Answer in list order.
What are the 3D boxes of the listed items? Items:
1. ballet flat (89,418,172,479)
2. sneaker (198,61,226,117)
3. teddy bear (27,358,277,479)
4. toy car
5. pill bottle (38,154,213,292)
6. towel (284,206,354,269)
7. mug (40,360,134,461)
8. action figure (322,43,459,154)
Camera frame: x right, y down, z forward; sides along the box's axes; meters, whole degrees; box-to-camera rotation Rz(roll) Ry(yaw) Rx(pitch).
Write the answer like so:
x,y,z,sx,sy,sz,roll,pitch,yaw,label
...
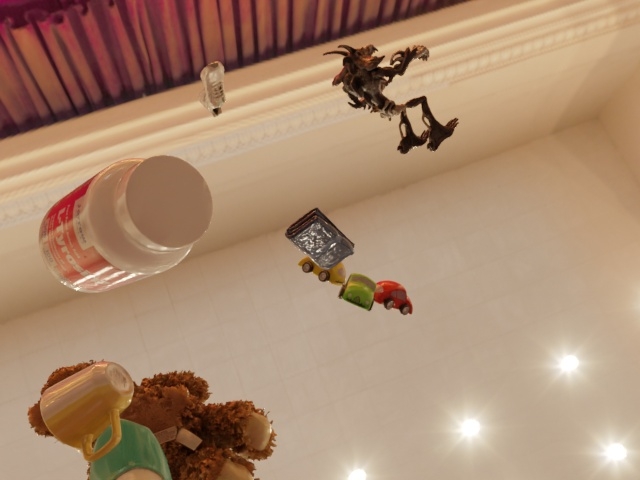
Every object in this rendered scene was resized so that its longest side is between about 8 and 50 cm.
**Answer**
x,y,z,sx,sy,sz,roll,pitch,yaw,label
-0.173,0.297,0.648,0.083,0.087,0.247,0,-101,-24,ballet flat
-0.222,-0.321,1.443,0.053,0.152,0.061,-27,-105,-21,sneaker
-0.229,0.277,0.951,0.338,0.113,0.245,4,-135,-8,teddy bear
0.072,0.080,1.225,0.239,0.225,0.053,23,-86,0,toy car
-0.392,-0.031,1.362,0.229,0.407,0.229,11,-108,-37,pill bottle
0.000,0.000,1.048,0.067,0.119,0.029,-34,-131,12,towel
-0.196,0.145,0.598,0.064,0.062,0.078,-37,-94,11,mug
0.131,-0.291,1.293,0.275,0.164,0.141,43,-122,-23,action figure
